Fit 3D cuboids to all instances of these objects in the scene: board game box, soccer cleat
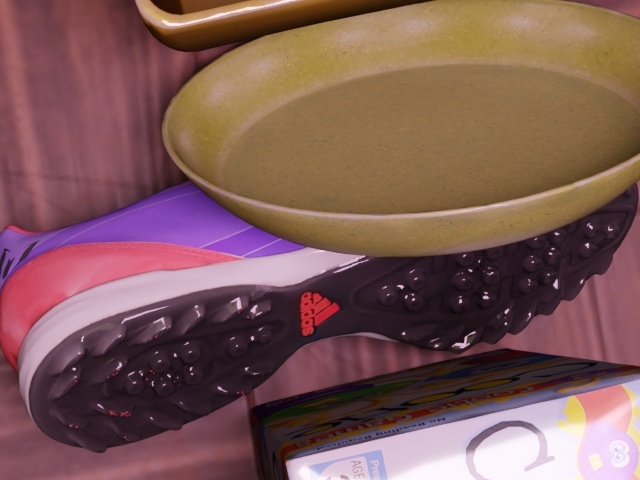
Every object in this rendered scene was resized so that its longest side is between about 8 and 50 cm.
[{"bbox_3d":[0.057,0.132,0.719,0.142,0.275,0.144,-12,89,-6],"label":"board game box"},{"bbox_3d":[0.000,0.000,0.811,0.318,0.108,0.116,-16,45,-17],"label":"soccer cleat"}]

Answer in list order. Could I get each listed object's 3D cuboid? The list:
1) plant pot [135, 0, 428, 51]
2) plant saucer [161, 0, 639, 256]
[{"bbox_3d":[-0.002,-0.190,0.762,0.212,0.187,0.212,-13,83,-9],"label":"plant pot"},{"bbox_3d":[0.050,-0.052,0.765,0.241,0.241,0.037,-10,117,-6],"label":"plant saucer"}]
